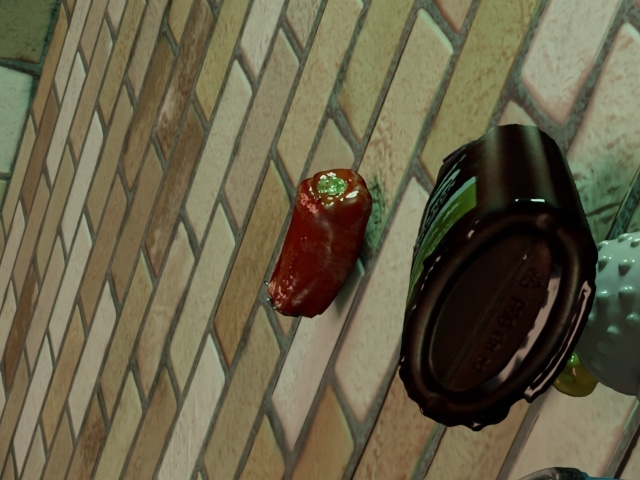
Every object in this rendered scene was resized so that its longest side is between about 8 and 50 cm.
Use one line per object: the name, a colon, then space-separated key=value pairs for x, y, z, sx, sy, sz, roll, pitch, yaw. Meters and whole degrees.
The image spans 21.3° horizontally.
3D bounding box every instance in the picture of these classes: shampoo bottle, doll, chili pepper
shampoo bottle: x=0.097 y=0.001 z=0.962 sx=0.129 sy=0.084 sz=0.323 roll=-62 pitch=2 yaw=15
doll: x=0.187 y=0.024 z=0.882 sx=0.207 sy=0.081 sz=0.129 roll=-45 pitch=31 yaw=54
chili pepper: x=0.000 y=0.000 z=1.385 sx=0.070 sy=0.073 sz=0.123 roll=37 pitch=127 yaw=19

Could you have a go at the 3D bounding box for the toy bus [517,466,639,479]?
toy bus: x=0.147 y=0.233 z=0.812 sx=0.116 sy=0.134 sz=0.234 roll=133 pitch=137 yaw=-56
